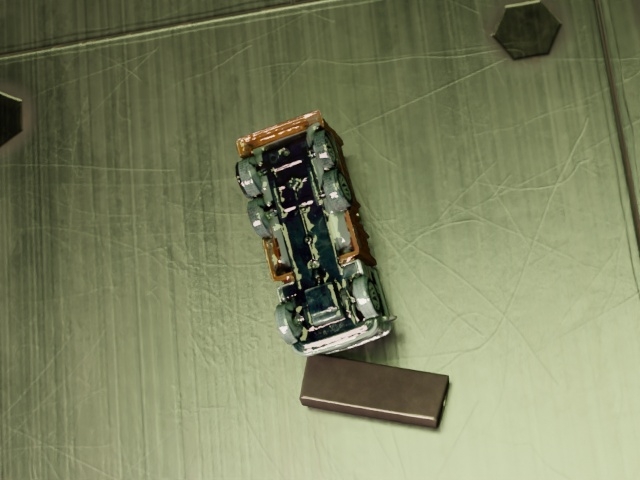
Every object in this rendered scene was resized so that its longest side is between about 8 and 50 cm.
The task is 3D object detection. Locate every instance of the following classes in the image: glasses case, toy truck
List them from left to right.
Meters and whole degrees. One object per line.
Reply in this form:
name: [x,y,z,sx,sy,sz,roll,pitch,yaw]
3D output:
toy truck: [0.000,0.000,1.767,0.136,0.162,0.305,-19,75,16]
glasses case: [0.070,0.196,1.754,0.190,0.042,0.072,8,69,13]
